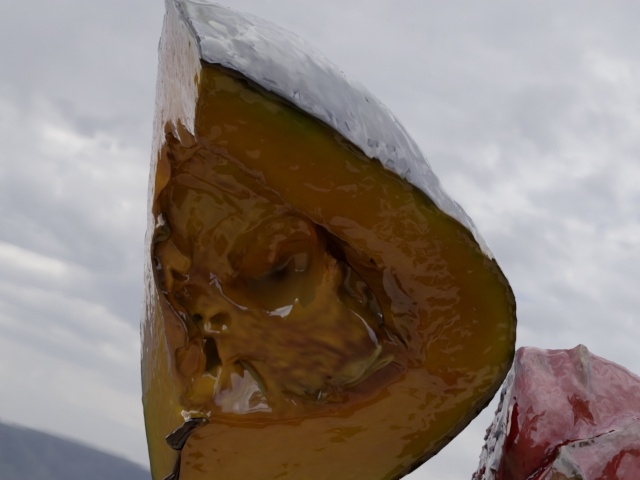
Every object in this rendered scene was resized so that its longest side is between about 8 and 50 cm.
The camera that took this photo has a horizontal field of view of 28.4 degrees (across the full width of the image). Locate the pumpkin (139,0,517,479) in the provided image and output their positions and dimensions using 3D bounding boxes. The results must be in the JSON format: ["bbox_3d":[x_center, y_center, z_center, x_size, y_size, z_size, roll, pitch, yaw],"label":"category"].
[{"bbox_3d":[0.000,0.000,0.616,0.169,0.148,0.312,-3,-43,-13],"label":"pumpkin"}]

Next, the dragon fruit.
[{"bbox_3d":[0.177,0.234,0.749,0.205,0.152,0.317,9,-52,3],"label":"dragon fruit"}]
